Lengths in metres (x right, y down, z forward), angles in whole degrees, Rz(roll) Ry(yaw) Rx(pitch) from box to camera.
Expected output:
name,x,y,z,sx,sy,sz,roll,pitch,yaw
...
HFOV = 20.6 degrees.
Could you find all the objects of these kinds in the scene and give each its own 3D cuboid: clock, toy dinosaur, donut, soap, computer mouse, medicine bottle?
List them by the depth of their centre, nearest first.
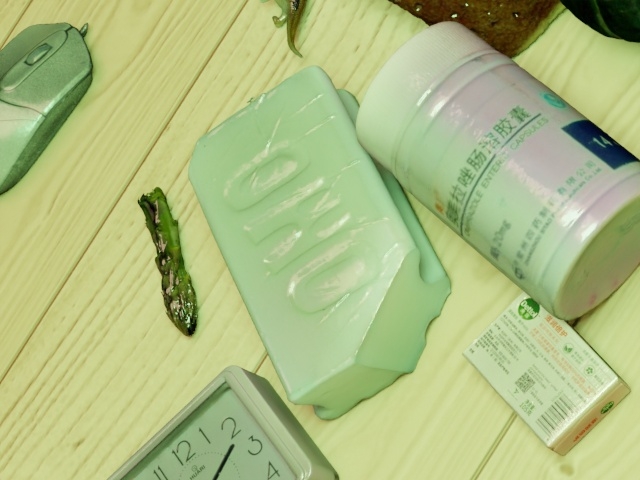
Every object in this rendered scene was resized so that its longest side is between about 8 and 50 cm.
name,x,y,z,sx,sy,sz,roll,pitch,yaw
medicine bottle,0.166,-0.065,1.546,0.254,0.152,0.152,42,94,26
clock,-0.099,0.234,1.636,0.197,0.063,0.150,-43,59,7
soap,0.000,0.000,1.648,0.173,0.095,0.289,-33,62,14
donut,0.088,-0.273,1.673,0.295,0.151,0.112,34,100,30
toy dinosaur,-0.041,-0.249,1.787,0.058,0.037,0.180,-19,65,24
computer mouse,-0.324,-0.146,1.871,0.113,0.068,0.229,33,89,29

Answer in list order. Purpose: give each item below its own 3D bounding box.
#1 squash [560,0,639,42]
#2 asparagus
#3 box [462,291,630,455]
name,x,y,z,sx,sy,sz,roll,pitch,yaw
squash,0.296,-0.282,1.555,0.218,0.172,0.218,-35,31,25
asparagus,-0.150,0.022,1.752,0.036,0.030,0.165,-20,65,9
box,0.197,0.114,1.542,0.089,0.043,0.125,-44,60,7
